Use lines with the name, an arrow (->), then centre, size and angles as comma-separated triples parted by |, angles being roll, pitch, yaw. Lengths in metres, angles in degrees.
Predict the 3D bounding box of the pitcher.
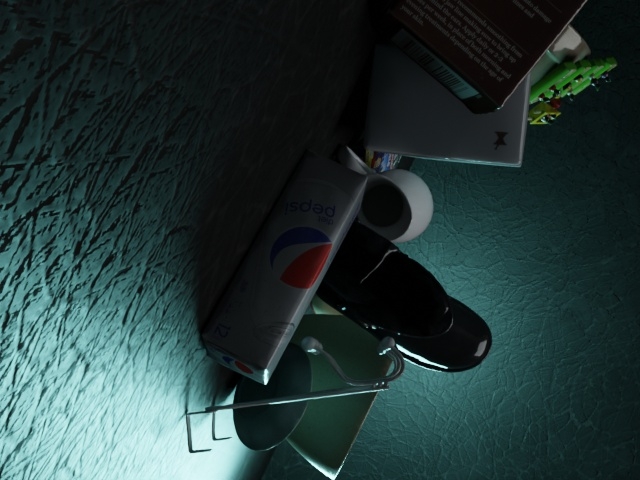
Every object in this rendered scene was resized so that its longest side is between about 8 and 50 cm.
pitcher -> 0.103, -0.079, 1.380 | 0.125, 0.178, 0.207 | -34, 172, 15

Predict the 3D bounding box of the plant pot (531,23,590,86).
plant pot -> 0.337, -0.382, 1.714 | 0.280, 0.323, 0.323 | -48, 178, 15

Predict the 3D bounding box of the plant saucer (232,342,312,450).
plant saucer -> -0.096, 0.260, 1.429 | 0.195, 0.037, 0.195 | -29, -136, 33

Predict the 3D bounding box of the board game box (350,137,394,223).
board game box -> 0.089, -0.114, 1.536 | 0.194, 0.060, 0.194 | -41, 143, -54

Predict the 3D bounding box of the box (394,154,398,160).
box -> 0.113, -0.114, 1.868 | 0.183, 0.056, 0.231 | -56, 170, -51

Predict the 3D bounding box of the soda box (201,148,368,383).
soda box -> -0.042, 0.032, 1.060 | 0.286, 0.091, 0.098 | -61, 173, -21

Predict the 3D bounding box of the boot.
boot -> 0.154, 0.108, 1.349 | 0.445, 0.367, 0.146 | 112, 2, -81

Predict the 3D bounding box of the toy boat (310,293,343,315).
toy boat -> 0.057, 0.089, 1.997 | 0.231, 0.151, 0.151 | -63, -156, -4

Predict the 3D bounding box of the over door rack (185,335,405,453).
over door rack -> -0.040, 0.213, 1.252 | 0.324, 0.108, 0.239 | -19, 170, 0

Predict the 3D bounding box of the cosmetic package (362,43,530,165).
cosmetic package -> 0.229, -0.212, 1.385 | 0.453, 0.230, 0.161 | -21, 117, -76

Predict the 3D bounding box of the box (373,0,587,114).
box -> 0.260, -0.369, 1.061 | 0.381, 0.191, 0.143 | -51, -173, 2

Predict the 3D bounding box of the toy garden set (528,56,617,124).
toy garden set -> 0.471, -0.284, 1.670 | 0.244, 0.049, 0.204 | -18, 166, -48

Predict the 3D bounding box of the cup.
cup -> -0.002, 0.279, 1.698 | 0.331, 0.237, 0.331 | -61, 173, -13
